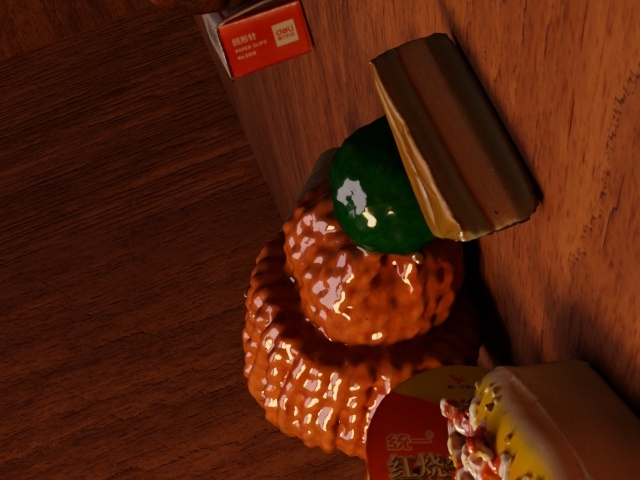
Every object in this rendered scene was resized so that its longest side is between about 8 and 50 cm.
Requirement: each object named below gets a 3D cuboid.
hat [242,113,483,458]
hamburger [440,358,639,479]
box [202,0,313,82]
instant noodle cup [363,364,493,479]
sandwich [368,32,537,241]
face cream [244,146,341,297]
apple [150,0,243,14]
[{"bbox_3d":[0.028,0.027,1.364,0.285,0.285,0.400,-117,13,-45],"label":"hat"},{"bbox_3d":[0.197,0.222,1.042,0.295,0.151,0.227,-128,15,-67],"label":"hamburger"},{"bbox_3d":[-0.100,-0.326,1.926,0.182,0.133,0.099,-117,6,-60],"label":"box"},{"bbox_3d":[0.128,0.255,1.272,0.174,0.213,0.213,107,145,-51],"label":"instant noodle cup"},{"bbox_3d":[0.109,-0.087,1.059,0.113,0.079,0.163,-157,48,-80],"label":"sandwich"},{"bbox_3d":[0.000,0.000,1.688,0.137,0.084,0.341,31,-144,-10],"label":"face cream"},{"bbox_3d":[-0.169,-0.417,1.816,0.230,0.230,0.230,159,90,-85],"label":"apple"}]
